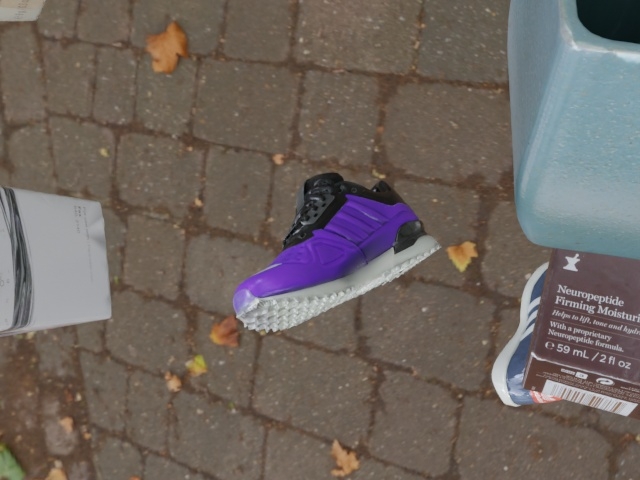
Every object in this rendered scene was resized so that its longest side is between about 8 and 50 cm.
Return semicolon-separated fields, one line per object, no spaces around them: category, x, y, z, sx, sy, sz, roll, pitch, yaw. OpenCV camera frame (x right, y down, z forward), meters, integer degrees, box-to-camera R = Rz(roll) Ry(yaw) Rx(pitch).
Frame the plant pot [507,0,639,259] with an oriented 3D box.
plant pot;0.264;-0.116;0.620;0.247;0.252;0.247;8;53;1

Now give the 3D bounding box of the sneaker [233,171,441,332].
sneaker;0.000;0.000;0.904;0.102;0.293;0.146;-38;76;45

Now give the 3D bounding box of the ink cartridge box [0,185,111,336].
ink cartridge box;-0.222;0.018;0.422;0.140;0.191;0.082;-10;84;15

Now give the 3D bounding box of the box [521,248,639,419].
box;0.361;0.097;0.998;0.169;0.167;0.203;13;69;16

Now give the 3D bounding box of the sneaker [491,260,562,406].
sneaker;0.464;0.177;1.540;0.148;0.350;0.131;-8;131;44

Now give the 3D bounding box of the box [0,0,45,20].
box;-0.292;-0.186;0.364;0.121;0.311;0.147;-3;95;64
